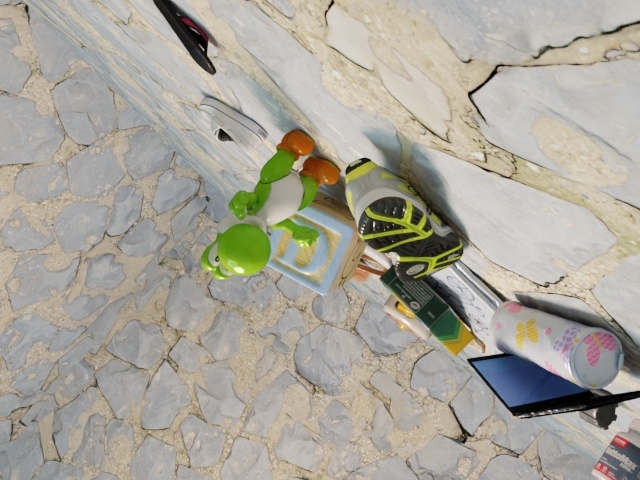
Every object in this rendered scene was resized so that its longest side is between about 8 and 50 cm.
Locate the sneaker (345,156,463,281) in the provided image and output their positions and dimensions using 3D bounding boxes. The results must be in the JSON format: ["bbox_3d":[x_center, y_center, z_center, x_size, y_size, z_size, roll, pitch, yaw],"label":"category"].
[{"bbox_3d":[0.165,-0.035,1.083,0.384,0.145,0.147,44,-158,-57],"label":"sneaker"}]

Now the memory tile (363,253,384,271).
[{"bbox_3d":[0.200,0.081,2.035,0.148,0.012,0.113,33,172,29],"label":"memory tile"}]

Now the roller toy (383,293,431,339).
[{"bbox_3d":[0.316,0.240,1.924,0.191,0.146,0.209,39,173,-17],"label":"roller toy"}]

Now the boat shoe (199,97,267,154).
[{"bbox_3d":[-0.252,-0.301,1.501,0.258,0.084,0.095,32,171,39],"label":"boat shoe"}]

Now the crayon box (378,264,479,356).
[{"bbox_3d":[0.304,0.198,1.566,0.203,0.083,0.323,46,-177,37],"label":"crayon box"}]

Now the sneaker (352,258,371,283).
[{"bbox_3d":[0.072,0.058,2.081,0.121,0.108,0.302,43,-179,43],"label":"sneaker"}]

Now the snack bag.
[{"bbox_3d":[0.391,0.173,1.425,0.342,0.037,0.323,45,171,-2],"label":"snack bag"}]

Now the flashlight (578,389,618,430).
[{"bbox_3d":[0.653,0.416,1.537,0.103,0.103,0.304,41,173,-21],"label":"flashlight"}]

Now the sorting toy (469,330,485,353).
[{"bbox_3d":[0.450,0.292,1.684,0.083,0.045,0.075,33,-175,32],"label":"sorting toy"}]

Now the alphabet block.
[{"bbox_3d":[0.000,0.000,1.436,0.193,0.192,0.197,29,-162,15],"label":"alphabet block"}]

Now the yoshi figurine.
[{"bbox_3d":[-0.108,-0.055,1.232,0.203,0.362,0.203,37,173,12],"label":"yoshi figurine"}]

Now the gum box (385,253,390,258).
[{"bbox_3d":[0.187,0.002,1.350,0.107,0.062,0.188,32,172,37],"label":"gum box"}]

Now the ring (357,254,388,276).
[{"bbox_3d":[0.138,0.077,1.734,0.336,0.032,0.336,19,-175,-2],"label":"ring"}]

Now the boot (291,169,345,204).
[{"bbox_3d":[-0.055,-0.107,1.617,0.258,0.123,0.095,33,172,34],"label":"boot"}]

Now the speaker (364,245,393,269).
[{"bbox_3d":[0.176,0.036,1.674,0.136,0.055,0.055,34,173,21],"label":"speaker"}]

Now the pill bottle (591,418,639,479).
[{"bbox_3d":[0.778,0.546,1.428,0.108,0.180,0.108,37,173,5],"label":"pill bottle"}]

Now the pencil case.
[{"bbox_3d":[0.447,0.197,1.107,0.124,0.114,0.273,20,179,-16],"label":"pencil case"}]

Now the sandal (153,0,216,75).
[{"bbox_3d":[-0.249,-0.398,1.081,0.179,0.040,0.067,54,164,-13],"label":"sandal"}]

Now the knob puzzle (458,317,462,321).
[{"bbox_3d":[0.422,0.211,1.673,0.213,0.030,0.213,37,174,5],"label":"knob puzzle"}]

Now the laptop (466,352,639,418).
[{"bbox_3d":[0.472,0.260,1.108,0.234,0.137,0.264,-2,160,-26],"label":"laptop"}]
